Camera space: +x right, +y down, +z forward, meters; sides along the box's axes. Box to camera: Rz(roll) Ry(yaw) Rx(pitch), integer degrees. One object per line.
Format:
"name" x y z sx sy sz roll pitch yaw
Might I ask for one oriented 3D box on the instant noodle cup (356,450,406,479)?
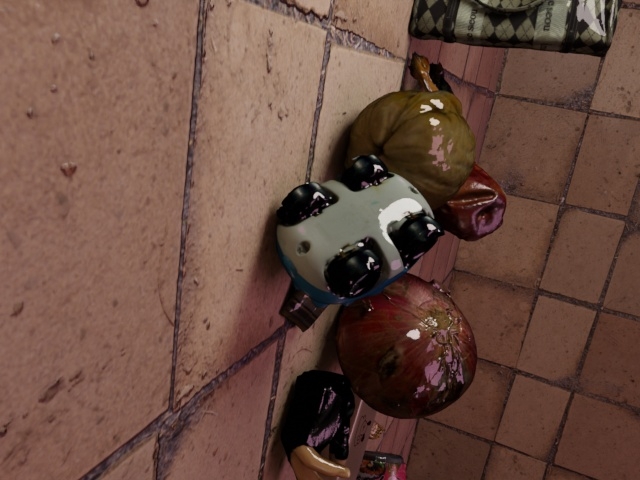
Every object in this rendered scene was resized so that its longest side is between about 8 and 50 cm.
"instant noodle cup" 0.161 0.742 1.705 0.302 0.258 0.182 23 65 -42

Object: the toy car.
"toy car" 0.050 0.001 0.871 0.255 0.188 0.190 -30 157 -25

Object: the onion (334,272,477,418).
"onion" 0.186 0.229 1.255 0.353 0.353 0.354 15 90 -70

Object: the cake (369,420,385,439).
"cake" 0.125 0.551 1.632 0.185 0.116 0.080 81 33 -59

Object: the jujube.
"jujube" 0.279 -0.121 1.253 0.342 0.216 0.216 -117 -154 -56

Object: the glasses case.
"glasses case" 0.084 0.493 1.496 0.131 0.070 0.313 33 73 -57

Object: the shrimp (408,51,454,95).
"shrimp" 0.271 -0.380 1.346 0.222 0.054 0.290 42 32 -36

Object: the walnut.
"walnut" 0.160 -0.163 1.032 0.283 0.227 0.283 -36 165 -12

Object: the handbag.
"handbag" 0.421 -0.571 1.175 0.180 0.415 0.317 -29 128 -69

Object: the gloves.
"gloves" 0.004 0.412 1.122 0.197 0.152 0.301 7 73 -64

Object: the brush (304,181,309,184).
"brush" 0.000 0.000 1.001 0.039 0.042 0.299 -46 146 -21

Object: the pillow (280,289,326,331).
"pillow" 0.012 0.069 0.999 0.203 0.038 0.113 -53 148 -8
